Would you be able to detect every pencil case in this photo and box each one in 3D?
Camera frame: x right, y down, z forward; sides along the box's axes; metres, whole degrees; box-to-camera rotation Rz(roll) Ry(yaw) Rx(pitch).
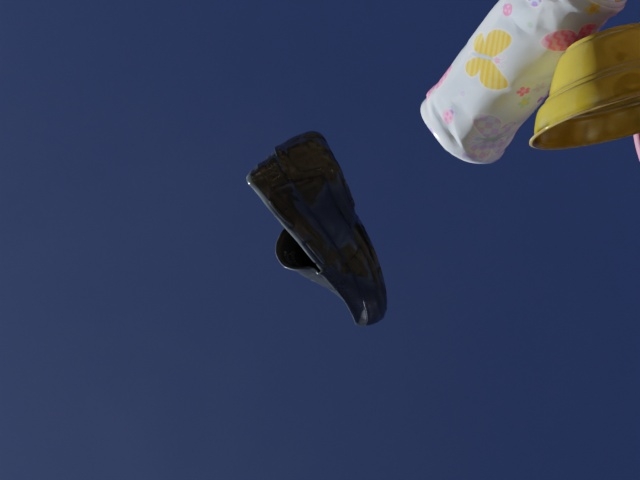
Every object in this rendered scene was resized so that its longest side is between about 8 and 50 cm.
[{"bbox_3d":[0.229,-0.209,1.385,0.124,0.273,0.113,-9,-124,-41],"label":"pencil case"}]

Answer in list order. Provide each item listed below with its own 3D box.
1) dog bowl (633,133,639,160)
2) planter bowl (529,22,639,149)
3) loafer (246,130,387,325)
[{"bbox_3d":[0.531,-0.168,1.401,0.150,0.408,0.408,3,-107,-32],"label":"dog bowl"},{"bbox_3d":[0.316,-0.170,1.278,0.217,0.217,0.090,-11,-99,-10],"label":"planter bowl"},{"bbox_3d":[0.000,0.000,1.029,0.078,0.223,0.076,-25,-133,1],"label":"loafer"}]
